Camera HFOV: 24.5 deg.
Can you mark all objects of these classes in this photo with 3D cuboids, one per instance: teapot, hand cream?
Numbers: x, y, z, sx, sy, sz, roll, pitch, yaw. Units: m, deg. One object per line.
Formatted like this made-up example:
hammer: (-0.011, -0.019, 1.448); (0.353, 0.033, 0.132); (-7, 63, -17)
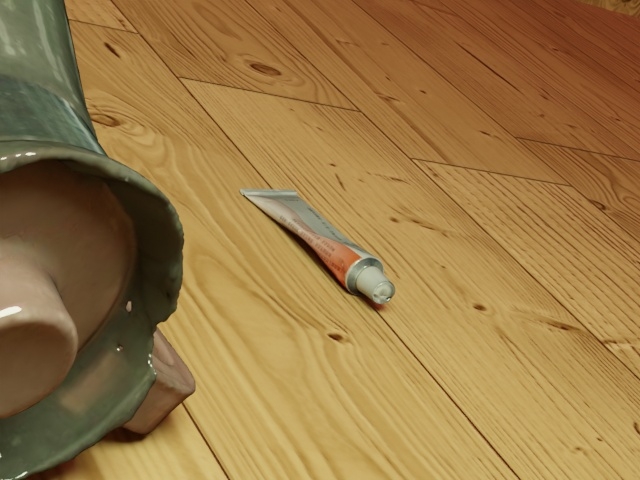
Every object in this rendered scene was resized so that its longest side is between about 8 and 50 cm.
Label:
teapot: (-0.233, -0.027, 0.877); (0.361, 0.305, 0.376); (52, 6, 37)
hand cream: (0.000, -0.002, 1.319); (0.052, 0.038, 0.216); (36, 2, -40)
